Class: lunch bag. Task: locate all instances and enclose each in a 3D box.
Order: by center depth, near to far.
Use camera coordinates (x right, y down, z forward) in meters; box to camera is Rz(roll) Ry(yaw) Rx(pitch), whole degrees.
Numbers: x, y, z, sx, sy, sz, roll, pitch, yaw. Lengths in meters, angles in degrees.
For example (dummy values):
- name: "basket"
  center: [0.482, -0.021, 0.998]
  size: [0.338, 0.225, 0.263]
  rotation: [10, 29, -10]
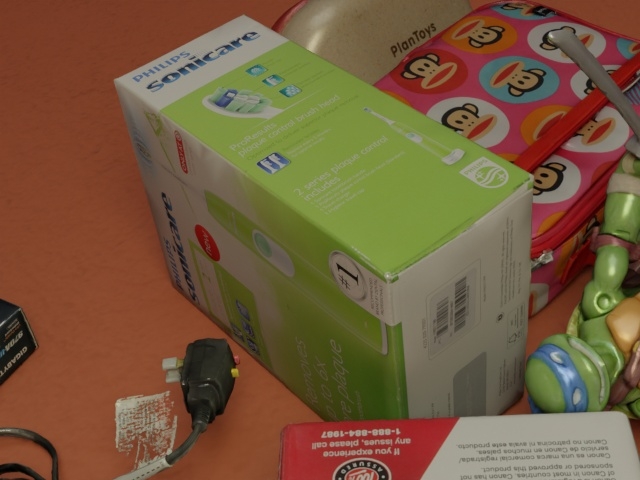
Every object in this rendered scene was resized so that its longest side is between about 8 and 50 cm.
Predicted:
- name: "lunch bag"
  center: [0.168, -0.066, 0.816]
  size: [0.258, 0.120, 0.293]
  rotation: [31, 56, 30]

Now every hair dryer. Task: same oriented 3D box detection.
- name: "hair dryer"
  center: [-0.127, 0.209, 0.598]
  size: [0.224, 0.080, 0.293]
  rotation: [-26, 39, 11]

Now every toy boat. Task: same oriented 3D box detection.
- name: "toy boat"
  center: [0.033, -0.177, 0.957]
  size: [0.231, 0.151, 0.151]
  rotation: [-37, 19, -29]

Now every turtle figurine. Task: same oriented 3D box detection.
- name: "turtle figurine"
  center: [0.263, 0.021, 0.603]
  size: [0.266, 0.274, 0.198]
  rotation: [-15, 35, -32]

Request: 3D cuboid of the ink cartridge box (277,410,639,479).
- name: "ink cartridge box"
  center: [0.077, 0.228, 0.495]
  size: [0.197, 0.114, 0.273]
  rotation: [-3, 41, 4]

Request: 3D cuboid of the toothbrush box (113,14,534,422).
- name: "toothbrush box"
  center: [0.000, 0.000, 0.692]
  size: [0.122, 0.206, 0.283]
  rotation: [-32, 48, -24]

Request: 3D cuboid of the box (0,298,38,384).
- name: "box"
  center: [-0.350, 0.108, 0.736]
  size: [0.175, 0.051, 0.220]
  rotation: [17, 47, 25]
